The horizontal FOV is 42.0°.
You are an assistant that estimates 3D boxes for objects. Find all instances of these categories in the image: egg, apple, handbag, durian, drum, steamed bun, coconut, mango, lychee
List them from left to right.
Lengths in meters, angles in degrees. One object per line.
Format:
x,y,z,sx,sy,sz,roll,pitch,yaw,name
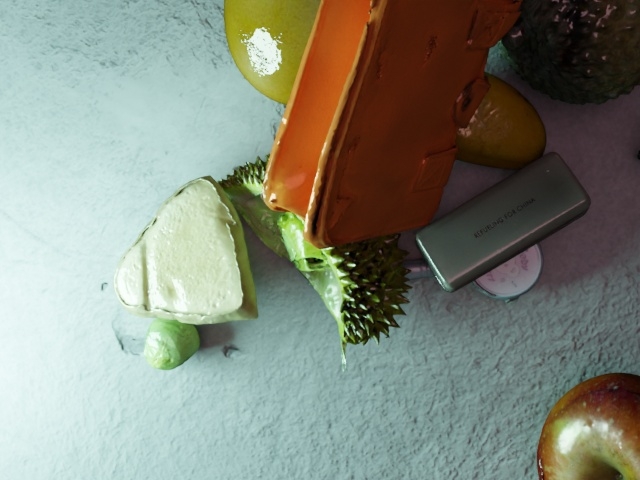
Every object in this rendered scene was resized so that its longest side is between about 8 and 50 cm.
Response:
-0.229,0.153,1.284,0.088,0.096,0.088,12,119,21,coconut
-0.205,0.037,1.270,0.212,0.110,0.231,-17,72,11,steamed bun
0.007,-0.001,1.254,0.355,0.157,0.169,53,129,12,durian
0.013,-0.353,1.158,0.282,0.282,0.351,36,98,3,egg
0.103,-0.192,1.058,0.116,0.303,0.410,40,124,33,handbag
0.211,0.019,1.269,0.253,0.049,0.130,9,92,7,drum
0.244,-0.172,1.242,0.195,0.098,0.137,33,90,-4,mango
0.368,-0.314,1.149,0.274,0.255,0.255,-19,90,-8,lychee
0.435,0.325,1.164,0.272,0.206,0.251,40,111,36,apple

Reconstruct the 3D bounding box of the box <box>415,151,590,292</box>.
0.262,-0.026,1.211,0.243,0.055,0.103,-31,74,0,box

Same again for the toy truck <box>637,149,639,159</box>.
0.534,-0.145,1.180,0.115,0.178,0.080,15,92,2,toy truck
